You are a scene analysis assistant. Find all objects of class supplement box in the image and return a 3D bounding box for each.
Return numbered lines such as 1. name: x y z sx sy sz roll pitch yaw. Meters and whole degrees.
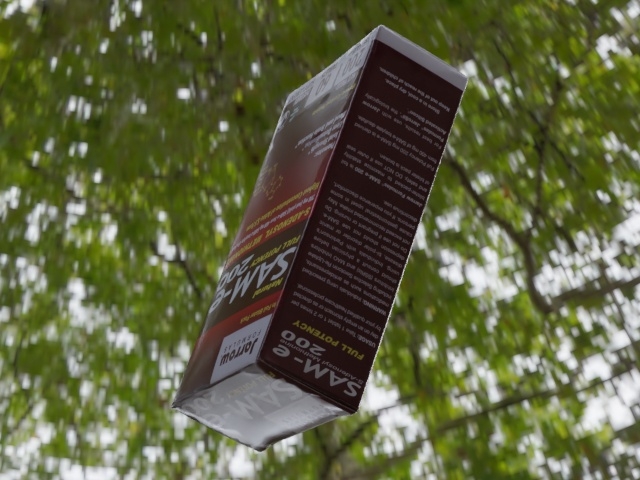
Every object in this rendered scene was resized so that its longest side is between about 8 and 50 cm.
1. supplement box: 0.000 0.000 1.115 0.073 0.239 0.130 28 -28 -18
